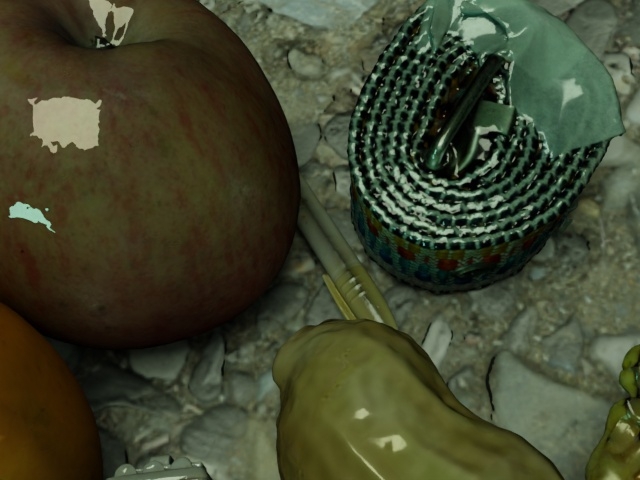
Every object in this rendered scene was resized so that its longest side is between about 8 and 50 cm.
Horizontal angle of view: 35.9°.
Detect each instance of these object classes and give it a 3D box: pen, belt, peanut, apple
[{"bbox_3d":[0.000,0.000,0.899,0.040,0.032,0.233,-40,63,12],"label":"pen"},{"bbox_3d":[0.136,-0.084,0.855,0.207,0.150,0.257,31,73,11],"label":"belt"},{"bbox_3d":[0.074,0.192,0.727,0.340,0.158,0.174,38,93,25],"label":"peanut"},{"bbox_3d":[-0.182,-0.081,0.818,0.345,0.269,0.344,-2,55,3],"label":"apple"}]

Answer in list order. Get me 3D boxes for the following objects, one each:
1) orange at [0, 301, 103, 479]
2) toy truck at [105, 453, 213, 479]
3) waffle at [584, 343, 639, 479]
[{"bbox_3d":[-0.312,0.177,0.706,0.312,0.312,0.312,-3,64,6],"label":"orange"},{"bbox_3d":[-0.103,0.246,0.694,0.161,0.213,0.176,-7,60,3],"label":"toy truck"},{"bbox_3d":[0.334,0.186,0.714,0.282,0.058,0.300,27,61,5],"label":"waffle"}]
